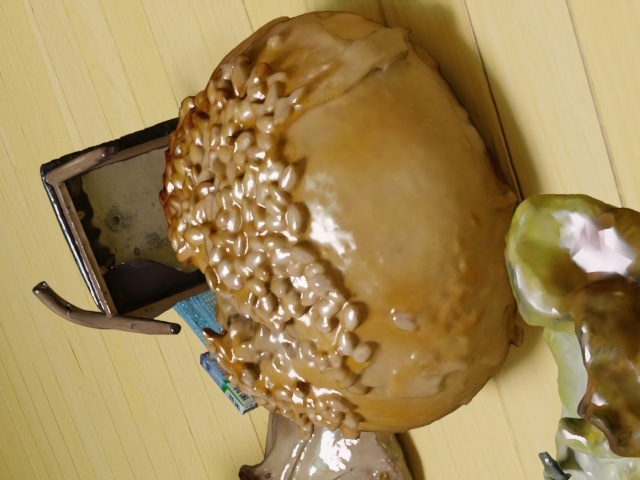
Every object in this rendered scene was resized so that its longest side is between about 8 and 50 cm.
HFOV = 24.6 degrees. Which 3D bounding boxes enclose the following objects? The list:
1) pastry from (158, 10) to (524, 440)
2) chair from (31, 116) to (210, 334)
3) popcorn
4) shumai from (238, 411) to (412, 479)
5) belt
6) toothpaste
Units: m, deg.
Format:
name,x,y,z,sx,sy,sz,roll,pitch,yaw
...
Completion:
name,x,y,z,sx,sy,sz,roll,pitch,yaw
pastry,0.000,0.000,1.016,0.284,0.184,0.316,35,142,44
chair,-0.137,-0.015,1.270,0.272,0.188,0.166,-14,97,62
popcorn,0.178,0.060,0.733,0.212,0.198,0.198,35,167,-26
shumai,-0.013,0.191,1.301,0.201,0.120,0.201,48,153,33
belt,-0.126,0.056,1.459,0.179,0.065,0.100,53,143,24
toothpaste,-0.096,0.146,1.532,0.083,0.020,0.017,46,145,33
